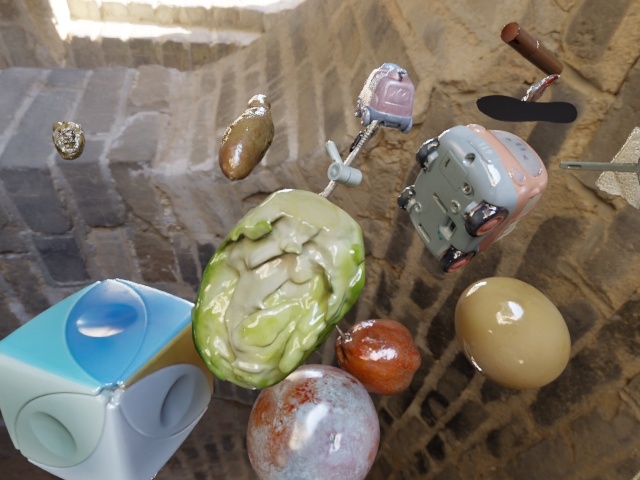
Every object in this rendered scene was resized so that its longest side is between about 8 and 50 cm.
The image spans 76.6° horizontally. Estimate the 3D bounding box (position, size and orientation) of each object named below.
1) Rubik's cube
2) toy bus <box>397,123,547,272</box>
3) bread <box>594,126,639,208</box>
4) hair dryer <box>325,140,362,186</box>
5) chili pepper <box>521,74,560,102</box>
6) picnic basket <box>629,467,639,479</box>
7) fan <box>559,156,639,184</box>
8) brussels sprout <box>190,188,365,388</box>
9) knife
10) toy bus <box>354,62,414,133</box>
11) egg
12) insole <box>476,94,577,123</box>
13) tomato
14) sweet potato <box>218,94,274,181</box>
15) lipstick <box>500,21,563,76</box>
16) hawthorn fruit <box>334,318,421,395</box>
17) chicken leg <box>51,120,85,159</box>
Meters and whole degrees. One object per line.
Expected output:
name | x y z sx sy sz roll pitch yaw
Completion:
Rubik's cube | -0.491 0.334 0.981 0.352 0.351 0.348 -53 151 -62
toy bus | 0.305 -0.084 0.784 0.288 0.231 0.194 102 -31 -55
bread | 0.712 -0.164 0.914 0.077 0.105 0.152 -32 149 -50
hair dryer | 0.046 -0.198 1.023 0.047 0.081 0.137 -42 -123 33
chili pepper | 0.645 -0.443 1.213 0.153 0.041 0.050 120 -18 -59
picnic basket | 0.800 0.582 0.880 0.267 0.139 0.165 -56 178 7
fan | 0.543 -0.082 0.586 0.223 0.012 0.294 52 -29 -5
brussels sprout | -0.080 0.077 0.759 0.371 0.275 0.315 -56 177 24
knife | 0.078 -0.236 1.220 0.365 0.043 0.089 -56 173 -24
toy bus | 0.267 -0.571 1.606 0.294 0.197 0.232 -99 -161 -58
egg | 0.568 0.275 1.227 0.374 0.301 0.301 47 -5 -11
insole | 0.518 -0.333 1.035 0.253 0.005 0.086 25 -21 42
tomato | -0.017 0.458 0.969 0.282 0.316 0.317 132 -45 -67
sweet potato | -0.160 -0.265 0.964 0.386 0.109 0.109 -82 180 -47
lipstick | 0.655 -0.573 1.239 0.057 0.356 0.058 -1 -91 49
hawthorn fruit | 0.138 0.308 1.128 0.211 0.262 0.210 -61 -170 19
chicken leg | -0.639 -0.262 1.020 0.197 0.068 0.085 34 -47 44
